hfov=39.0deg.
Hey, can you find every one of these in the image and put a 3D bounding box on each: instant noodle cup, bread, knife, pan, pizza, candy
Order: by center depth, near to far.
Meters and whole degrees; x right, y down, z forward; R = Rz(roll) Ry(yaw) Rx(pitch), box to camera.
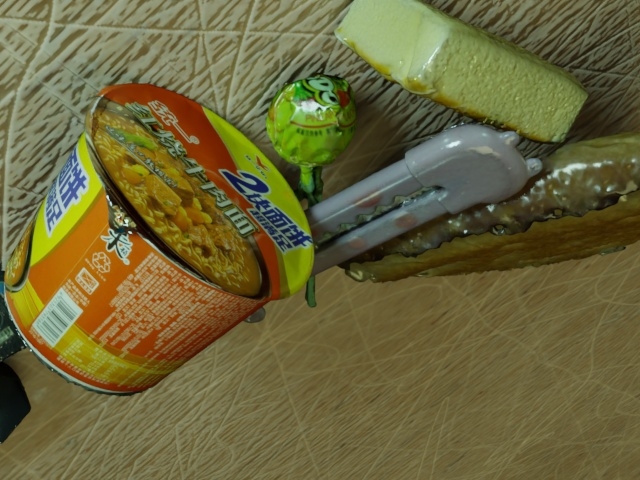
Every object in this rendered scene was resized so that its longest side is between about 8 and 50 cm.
[{"bbox_3d":[-0.138,0.010,0.714,0.213,0.213,0.174,19,128,-42],"label":"instant noodle cup"},{"bbox_3d":[0.118,-0.146,0.756,0.188,0.125,0.068,11,113,-40],"label":"bread"},{"bbox_3d":[0.000,0.001,0.798,0.399,0.038,0.132,-27,135,28],"label":"knife"},{"bbox_3d":[-0.009,-0.036,0.830,0.077,0.073,0.262,0,132,-1],"label":"candy"},{"bbox_3d":[-0.365,0.176,0.850,0.128,0.048,0.202,26,113,-43],"label":"pan"},{"bbox_3d":[0.274,-0.042,0.867,0.435,0.080,0.392,-5,169,-33],"label":"pizza"}]

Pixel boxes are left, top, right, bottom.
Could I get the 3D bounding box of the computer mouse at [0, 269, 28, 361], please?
[{"bbox_3d":[-0.303,0.078,0.772,0.135,0.047,0.079,-42,113,-25],"label":"computer mouse"}]
